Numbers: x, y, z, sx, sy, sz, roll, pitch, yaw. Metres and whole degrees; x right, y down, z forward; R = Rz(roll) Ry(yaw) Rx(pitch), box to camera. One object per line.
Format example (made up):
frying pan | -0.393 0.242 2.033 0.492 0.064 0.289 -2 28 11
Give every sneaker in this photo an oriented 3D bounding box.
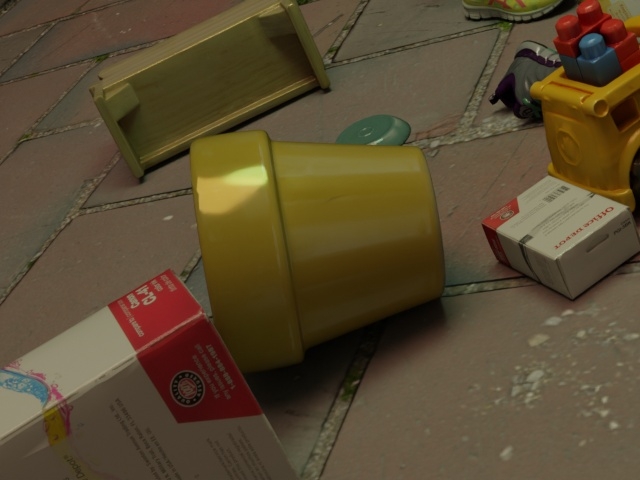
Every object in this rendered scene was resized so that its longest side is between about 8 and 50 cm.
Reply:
sneaker | 0.300 -0.180 1.483 0.098 0.083 0.223 -53 28 0
sneaker | 0.288 -0.389 1.802 0.208 0.094 0.081 7 40 44

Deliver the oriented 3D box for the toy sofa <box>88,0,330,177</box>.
toy sofa | -0.178 -0.258 1.907 0.362 0.150 0.177 -26 23 0

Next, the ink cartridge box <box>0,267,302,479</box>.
ink cartridge box | -0.200 0.204 1.062 0.306 0.226 0.131 -30 28 -9

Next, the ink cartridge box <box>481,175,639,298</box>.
ink cartridge box | 0.248 -0.005 1.225 0.099 0.056 0.135 -33 28 -13

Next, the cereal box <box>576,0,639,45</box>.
cereal box | 0.448 -0.362 1.548 0.240 0.173 0.047 -26 -4 2

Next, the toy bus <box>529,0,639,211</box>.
toy bus | 0.336 -0.167 1.265 0.220 0.211 0.149 -32 27 -15

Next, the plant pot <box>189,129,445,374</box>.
plant pot | 0.000 0.000 1.252 0.238 0.254 0.254 -9 29 -2

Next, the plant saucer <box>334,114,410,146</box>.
plant saucer | 0.066 -0.143 1.646 0.119 0.021 0.119 -20 28 11
